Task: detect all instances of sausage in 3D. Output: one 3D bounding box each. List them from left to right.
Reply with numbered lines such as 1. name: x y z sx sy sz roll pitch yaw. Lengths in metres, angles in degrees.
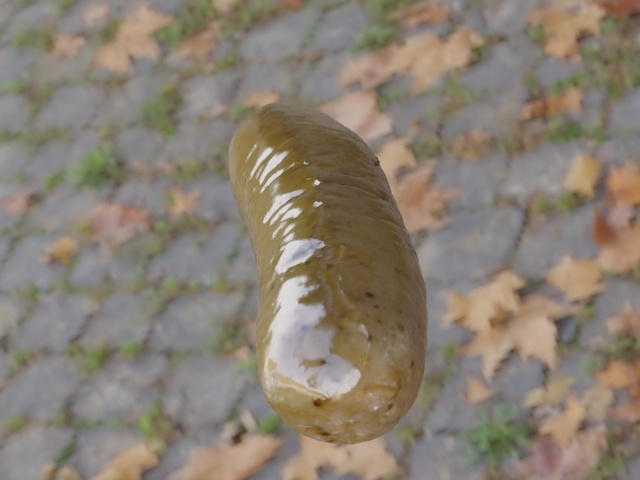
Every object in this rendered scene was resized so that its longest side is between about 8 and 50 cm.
1. sausage: 0.002 -0.002 1.535 0.136 0.123 0.501 -51 22 17
